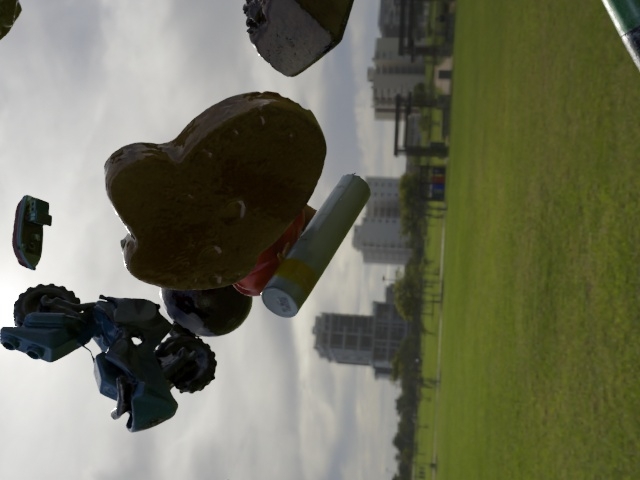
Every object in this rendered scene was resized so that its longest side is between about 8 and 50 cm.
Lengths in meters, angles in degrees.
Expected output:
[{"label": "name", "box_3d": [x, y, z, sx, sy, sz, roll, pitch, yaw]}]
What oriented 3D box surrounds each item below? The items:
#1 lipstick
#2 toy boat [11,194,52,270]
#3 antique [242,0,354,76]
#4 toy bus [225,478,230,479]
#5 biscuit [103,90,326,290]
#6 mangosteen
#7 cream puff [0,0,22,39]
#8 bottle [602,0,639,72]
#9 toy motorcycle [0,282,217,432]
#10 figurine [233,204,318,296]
[{"label": "lipstick", "box_3d": [0.000, 0.000, 0.971, 0.059, 0.059, 0.264, 86, -152, -42]}, {"label": "toy boat", "box_3d": [-0.624, -0.018, 1.466, 0.069, 0.059, 0.172, 35, -128, -66]}, {"label": "antique", "box_3d": [-0.007, -0.322, 0.770, 0.093, 0.087, 0.309, 36, -132, -27]}, {"label": "toy bus", "box_3d": [-0.076, 0.437, 1.014, 0.089, 0.194, 0.087, -58, 16, -18]}, {"label": "biscuit", "box_3d": [-0.153, -0.061, 0.900, 0.343, 0.287, 0.057, -53, 47, 31]}, {"label": "mangosteen", "box_3d": [-0.265, 0.133, 1.515, 0.216, 0.216, 0.216, 3, -90, -82]}, {"label": "cream puff", "box_3d": [-0.540, -0.377, 0.980, 0.194, 0.195, 0.220, -58, -23, -74]}, {"label": "bottle", "box_3d": [0.657, -0.359, 1.308, 0.330, 0.093, 0.093, 60, -170, 0]}, {"label": "toy motorcycle", "box_3d": [-0.410, 0.223, 1.294, 0.232, 0.416, 0.172, -71, 6, -48]}, {"label": "figurine", "box_3d": [-0.097, -0.014, 1.255, 0.208, 0.181, 0.257, -68, -11, 7]}]
